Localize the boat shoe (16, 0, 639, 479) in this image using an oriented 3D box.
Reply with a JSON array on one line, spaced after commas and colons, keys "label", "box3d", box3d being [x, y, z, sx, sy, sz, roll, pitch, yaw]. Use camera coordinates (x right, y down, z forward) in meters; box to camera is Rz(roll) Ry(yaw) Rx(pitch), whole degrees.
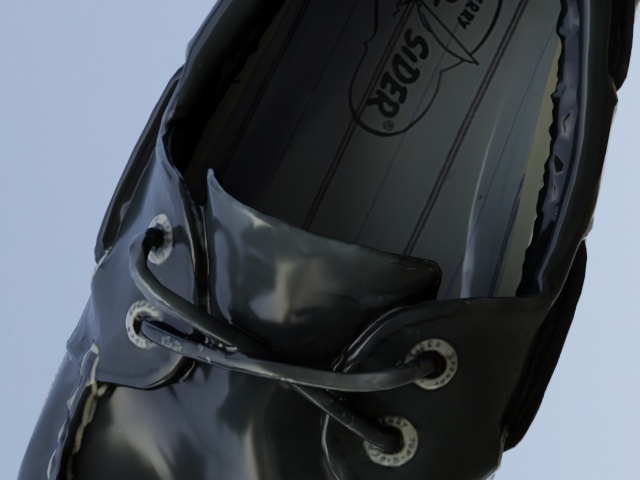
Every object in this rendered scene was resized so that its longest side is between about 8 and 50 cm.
[{"label": "boat shoe", "box3d": [0.004, 0.001, 0.482, 0.340, 0.127, 0.113, -60, -14, -17]}]
